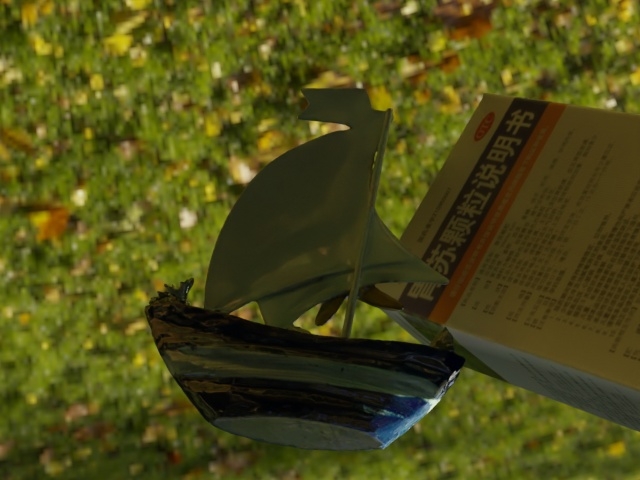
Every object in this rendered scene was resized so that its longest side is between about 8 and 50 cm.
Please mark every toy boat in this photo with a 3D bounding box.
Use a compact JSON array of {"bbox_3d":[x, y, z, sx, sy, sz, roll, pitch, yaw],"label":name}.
[{"bbox_3d":[0.000,0.000,0.981,0.221,0.291,0.067,7,152,6],"label":"toy boat"}]

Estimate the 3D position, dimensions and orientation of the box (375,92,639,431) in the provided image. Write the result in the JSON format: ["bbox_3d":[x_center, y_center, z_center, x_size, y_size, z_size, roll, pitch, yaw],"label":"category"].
[{"bbox_3d":[0.202,0.015,1.017,0.106,0.200,0.299,39,166,-37],"label":"box"}]
